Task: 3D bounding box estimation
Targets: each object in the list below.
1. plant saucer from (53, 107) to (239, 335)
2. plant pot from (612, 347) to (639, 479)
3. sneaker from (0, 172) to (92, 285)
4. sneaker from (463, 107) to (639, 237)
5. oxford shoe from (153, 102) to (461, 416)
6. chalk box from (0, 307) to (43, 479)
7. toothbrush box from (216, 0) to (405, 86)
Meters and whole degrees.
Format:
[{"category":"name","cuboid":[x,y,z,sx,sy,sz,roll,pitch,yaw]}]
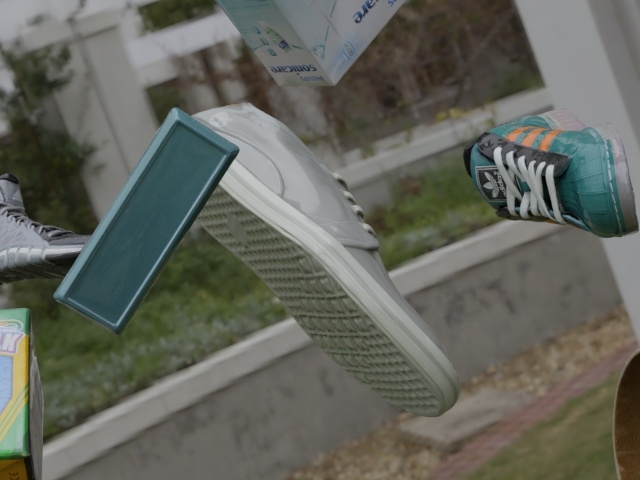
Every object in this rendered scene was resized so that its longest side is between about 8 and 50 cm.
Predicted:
[{"category":"plant saucer","cuboid":[-0.145,-0.013,1.150,0.192,0.067,0.018,-57,11,5]},{"category":"plant pot","cuboid":[0.496,0.230,1.565,0.254,0.237,0.237,-3,1,-12]},{"category":"sneaker","cuboid":[-0.350,-0.021,1.631,0.229,0.132,0.086,-7,-17,23]},{"category":"sneaker","cuboid":[0.210,-0.055,1.295,0.121,0.108,0.302,-14,12,-1]},{"category":"oxford shoe","cuboid":[0.000,0.000,1.429,0.130,0.449,0.169,-31,-31,-25]},{"category":"chalk box","cuboid":[-0.310,0.145,1.189,0.132,0.132,0.213,-4,43,-8]},{"category":"toothbrush box","cuboid":[-0.036,-0.378,1.807,0.126,0.295,0.216,8,52,51]}]
